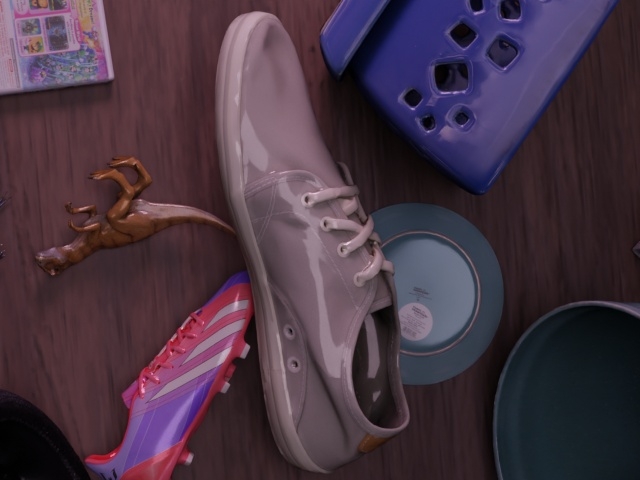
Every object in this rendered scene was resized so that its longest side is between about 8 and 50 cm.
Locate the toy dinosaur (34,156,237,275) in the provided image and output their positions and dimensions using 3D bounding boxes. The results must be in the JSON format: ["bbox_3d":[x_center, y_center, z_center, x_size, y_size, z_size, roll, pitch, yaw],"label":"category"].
[{"bbox_3d":[-0.178,-0.024,1.595,0.211,0.064,0.112,-14,107,-3],"label":"toy dinosaur"}]

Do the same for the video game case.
[{"bbox_3d":[-0.285,-0.224,1.598,0.143,0.019,0.157,-9,87,-12],"label":"video game case"}]

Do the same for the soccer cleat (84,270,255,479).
[{"bbox_3d":[-0.137,0.133,1.577,0.095,0.083,0.248,26,85,-4],"label":"soccer cleat"}]

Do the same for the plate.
[{"bbox_3d":[0.099,0.054,1.655,0.188,0.024,0.188,1,86,-12],"label":"plate"}]

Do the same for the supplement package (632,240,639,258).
[{"bbox_3d":[0.482,0.048,1.638,0.145,0.204,0.262,-44,95,-10],"label":"supplement package"}]

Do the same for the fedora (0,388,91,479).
[{"bbox_3d":[-0.310,0.308,1.468,0.152,0.334,0.334,-20,91,19],"label":"fedora"}]

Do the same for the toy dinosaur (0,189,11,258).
[{"bbox_3d":[-0.337,-0.017,1.566,0.090,0.047,0.082,-42,77,0],"label":"toy dinosaur"}]

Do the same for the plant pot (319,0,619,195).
[{"bbox_3d":[0.127,-0.199,1.559,0.212,0.236,0.236,35,94,-2],"label":"plant pot"}]

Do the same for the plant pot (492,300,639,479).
[{"bbox_3d":[0.339,0.193,1.584,0.196,0.293,0.293,-7,88,-38],"label":"plant pot"}]

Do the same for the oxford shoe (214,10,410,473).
[{"bbox_3d":[0.000,0.000,1.556,0.130,0.169,0.449,-9,95,28],"label":"oxford shoe"}]
